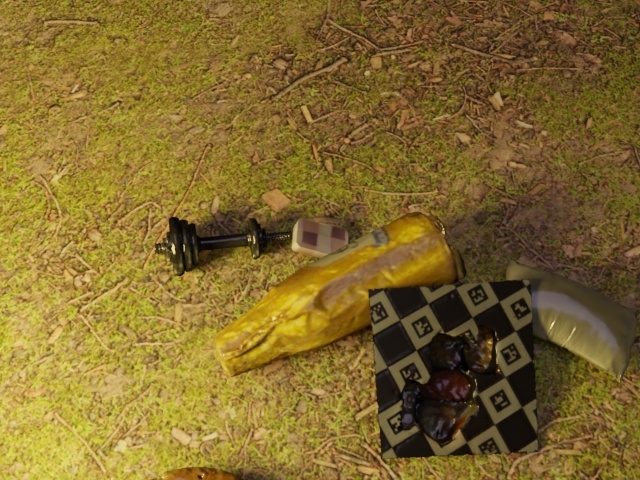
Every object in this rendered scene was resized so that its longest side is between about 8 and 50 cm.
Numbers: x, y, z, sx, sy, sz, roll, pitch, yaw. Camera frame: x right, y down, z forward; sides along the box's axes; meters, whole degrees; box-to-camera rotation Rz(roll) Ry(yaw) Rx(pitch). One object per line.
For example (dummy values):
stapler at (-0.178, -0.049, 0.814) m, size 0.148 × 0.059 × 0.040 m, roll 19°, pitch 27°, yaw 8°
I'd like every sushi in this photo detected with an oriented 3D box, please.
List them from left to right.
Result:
sushi at (0.222, 0.214, 1.250) m, size 0.294 × 0.059 × 0.292 m, roll 0°, pitch 80°, yaw -11°

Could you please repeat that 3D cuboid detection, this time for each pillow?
pillow at (0.429, 0.137, 1.302) m, size 0.254 × 0.078 × 0.144 m, roll 23°, pitch 73°, yaw 13°

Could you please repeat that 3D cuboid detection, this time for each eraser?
eraser at (0.000, 0.000, 1.385) m, size 0.105 × 0.026 × 0.065 m, roll 13°, pitch 57°, yaw -18°

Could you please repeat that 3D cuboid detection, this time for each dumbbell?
dumbbell at (-0.179, 0.002, 1.365) m, size 0.255 × 0.110 × 0.110 m, roll -6°, pitch 62°, yaw -9°

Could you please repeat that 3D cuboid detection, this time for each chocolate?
chocolate at (0.025, 0.103, 1.274) m, size 0.446 × 0.162 × 0.162 m, roll -26°, pitch 65°, yaw -12°

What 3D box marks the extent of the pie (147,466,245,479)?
pie at (-0.188, 0.507, 1.103) m, size 0.340 × 0.083 × 0.339 m, roll -1°, pitch 62°, yaw 2°
